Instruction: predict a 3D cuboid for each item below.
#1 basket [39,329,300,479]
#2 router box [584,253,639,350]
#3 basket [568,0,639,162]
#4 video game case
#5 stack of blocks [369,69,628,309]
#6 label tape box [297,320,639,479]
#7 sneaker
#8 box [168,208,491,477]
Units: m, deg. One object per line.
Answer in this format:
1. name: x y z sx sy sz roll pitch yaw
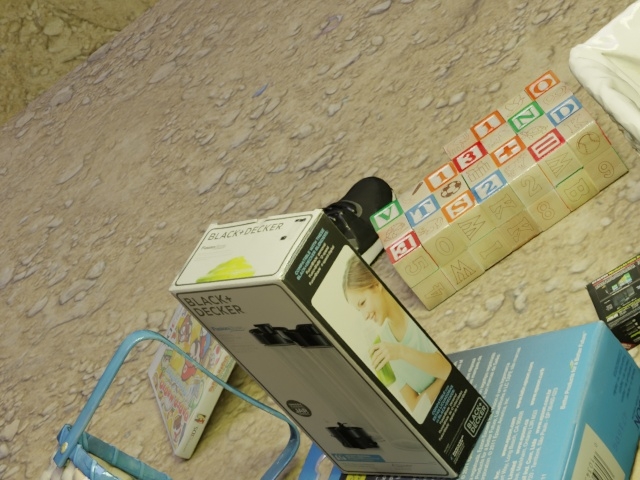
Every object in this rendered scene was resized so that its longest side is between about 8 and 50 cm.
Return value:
1. basket: -0.189 0.271 1.764 0.289 0.255 0.201 -52 27 0
2. router box: 0.350 0.054 1.661 0.122 0.038 0.092 -31 30 14
3. basket: 0.474 -0.134 1.517 0.328 0.266 0.331 -36 22 7
4. video game case: -0.161 0.143 2.056 0.206 0.026 0.227 -64 24 16
5. stack of blocks: 0.212 -0.065 1.944 0.297 0.087 0.171 -36 28 7
6. label tape box: 0.138 0.235 1.580 0.348 0.115 0.249 -18 34 39
7. sneaker: 0.000 0.000 2.062 0.107 0.124 0.283 -4 44 47
8. box: 0.011 0.104 1.496 0.169 0.290 0.087 -6 43 47
